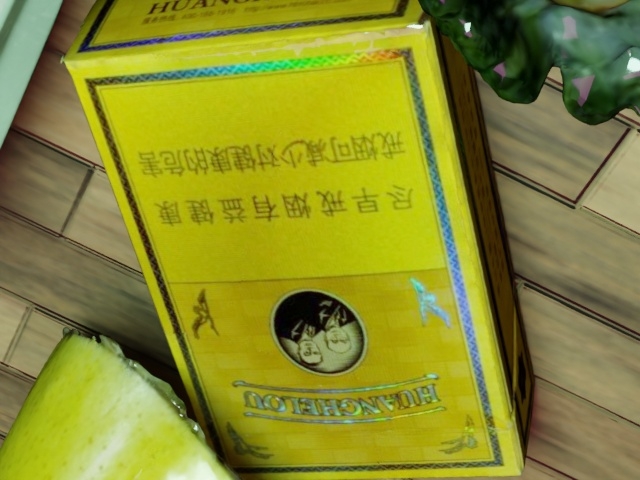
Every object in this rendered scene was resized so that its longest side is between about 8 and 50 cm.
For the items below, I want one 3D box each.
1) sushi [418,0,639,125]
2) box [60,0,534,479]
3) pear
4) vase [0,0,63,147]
[{"bbox_3d":[0.194,-0.186,0.611,0.352,0.178,0.294,-13,141,20],"label":"sushi"},{"bbox_3d":[0.000,0.000,0.891,0.193,0.084,0.301,-3,126,18],"label":"box"},{"bbox_3d":[-0.137,0.192,0.960,0.267,0.178,0.267,48,162,21],"label":"pear"},{"bbox_3d":[-0.184,-0.135,0.795,0.165,0.165,0.360,33,123,-12],"label":"vase"}]
